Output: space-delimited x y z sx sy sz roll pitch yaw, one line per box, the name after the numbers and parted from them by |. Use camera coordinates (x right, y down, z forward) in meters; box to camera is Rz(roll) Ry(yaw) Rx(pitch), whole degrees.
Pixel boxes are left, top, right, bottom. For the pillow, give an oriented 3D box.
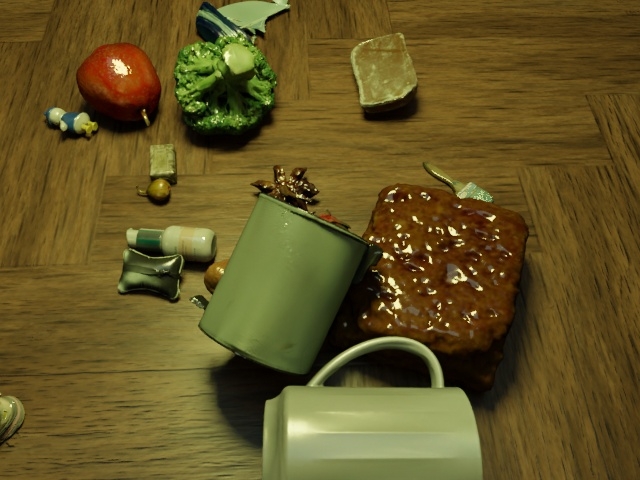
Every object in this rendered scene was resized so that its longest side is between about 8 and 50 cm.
-0.355 0.070 1.279 0.136 0.091 0.055 6 18 8 | pillow

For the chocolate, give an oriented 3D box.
0.170 -0.429 1.617 0.157 0.080 0.254 -13 55 7 | chocolate

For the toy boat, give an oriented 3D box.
-0.210 -0.630 1.747 0.292 0.070 0.210 -14 60 -14 | toy boat

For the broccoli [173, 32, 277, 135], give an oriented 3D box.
-0.227 -0.385 1.465 0.270 0.270 0.269 4 78 -20 | broccoli

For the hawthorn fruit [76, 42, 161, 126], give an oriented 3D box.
-0.479 -0.369 1.501 0.197 0.196 0.225 -34 80 -22 | hawthorn fruit

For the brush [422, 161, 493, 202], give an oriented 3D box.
0.321 -0.133 1.461 0.196 0.021 0.070 39 64 24 | brush

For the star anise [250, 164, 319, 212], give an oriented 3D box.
-0.081 -0.114 1.414 0.168 0.057 0.167 -3 49 4 | star anise

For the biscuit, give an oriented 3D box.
0.228 0.071 1.233 0.343 0.166 0.395 17 56 7 | biscuit

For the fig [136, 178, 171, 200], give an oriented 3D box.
-0.386 -0.118 1.411 0.083 0.050 0.050 2 56 12 | fig

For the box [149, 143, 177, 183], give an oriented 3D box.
-0.374 -0.182 1.453 0.062 0.045 0.098 -5 58 -6 | box

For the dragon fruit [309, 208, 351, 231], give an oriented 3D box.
0.002 0.003 1.308 0.142 0.130 0.121 -24 27 -15 | dragon fruit

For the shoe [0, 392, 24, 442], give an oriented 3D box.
-0.616 0.338 1.069 0.089 0.092 0.180 38 63 20 | shoe

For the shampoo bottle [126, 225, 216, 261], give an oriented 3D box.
-0.323 0.004 1.313 0.192 0.074 0.074 5 56 2 | shampoo bottle

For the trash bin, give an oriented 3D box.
-0.064 0.075 1.089 0.277 0.217 0.262 24 90 3 | trash bin

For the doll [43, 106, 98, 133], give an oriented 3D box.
-0.627 -0.300 1.518 0.143 0.057 0.098 17 36 10 | doll

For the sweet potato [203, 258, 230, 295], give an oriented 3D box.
-0.113 0.109 1.242 0.252 0.097 0.097 20 58 3 | sweet potato

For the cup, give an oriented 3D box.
0.072 0.319 1.006 0.327 0.237 0.322 1 69 -1 | cup
